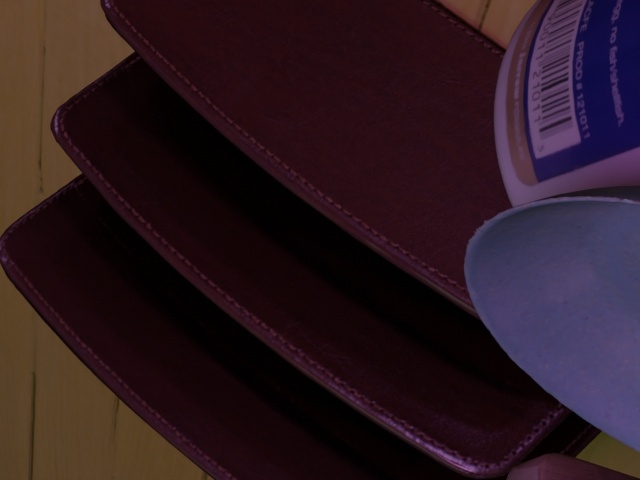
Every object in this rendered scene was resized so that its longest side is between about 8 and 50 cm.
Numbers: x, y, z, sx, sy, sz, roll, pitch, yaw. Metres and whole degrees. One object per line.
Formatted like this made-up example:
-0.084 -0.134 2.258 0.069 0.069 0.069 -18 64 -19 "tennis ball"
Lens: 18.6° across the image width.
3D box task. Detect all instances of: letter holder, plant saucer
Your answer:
0.000 0.000 0.959 0.302 0.214 0.152 38 150 21 "letter holder"
0.145 0.031 0.674 0.195 0.037 0.195 24 157 11 "plant saucer"

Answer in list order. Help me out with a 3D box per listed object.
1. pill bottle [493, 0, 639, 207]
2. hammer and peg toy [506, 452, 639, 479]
0.189 -0.061 0.678 0.153 0.153 0.264 54 152 -8 "pill bottle"
0.220 0.255 0.828 0.361 0.266 0.127 21 147 -32 "hammer and peg toy"
